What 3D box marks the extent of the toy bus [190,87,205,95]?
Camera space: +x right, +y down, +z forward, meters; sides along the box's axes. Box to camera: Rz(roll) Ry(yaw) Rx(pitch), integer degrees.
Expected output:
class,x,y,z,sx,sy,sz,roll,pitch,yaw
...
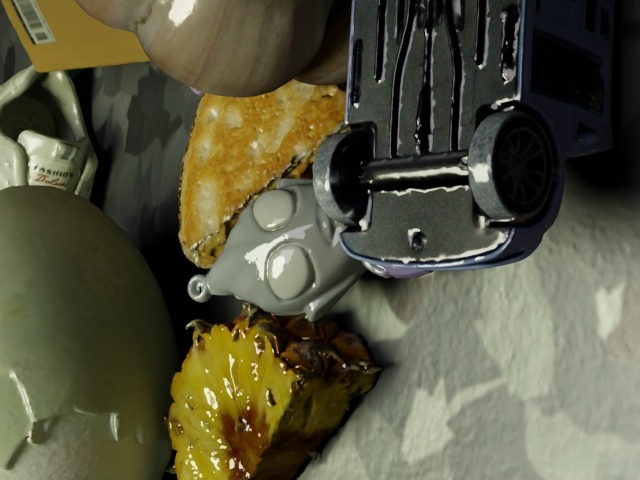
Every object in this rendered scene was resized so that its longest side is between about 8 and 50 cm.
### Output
class,x,y,z,sx,sy,sz,roll,pitch,yaw
toy bus,-0.070,-0.173,0.832,0.130,0.037,0.052,-48,56,39

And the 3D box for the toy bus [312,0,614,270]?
class,x,y,z,sx,sy,sz,roll,pitch,yaw
toy bus,0.088,-0.128,0.537,0.125,0.133,0.292,-1,84,48

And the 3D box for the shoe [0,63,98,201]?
class,x,y,z,sx,sy,sz,roll,pitch,yaw
shoe,-0.309,-0.036,1.058,0.210,0.132,0.342,-41,52,47

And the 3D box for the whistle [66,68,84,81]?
class,x,y,z,sx,sy,sz,roll,pitch,yaw
whistle,-0.267,-0.207,1.095,0.186,0.039,0.039,-29,65,49

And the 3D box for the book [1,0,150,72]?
class,x,y,z,sx,sy,sz,roll,pitch,yaw
book,-0.197,-0.276,0.840,0.389,0.032,0.269,7,123,47

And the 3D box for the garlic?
class,x,y,z,sx,sy,sz,roll,pitch,yaw
garlic,-0.049,-0.163,0.618,0.160,0.214,0.191,-52,12,-16

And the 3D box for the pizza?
class,x,y,z,sx,sy,sz,roll,pitch,yaw
pizza,-0.025,-0.072,0.745,0.199,0.062,0.188,-10,65,44

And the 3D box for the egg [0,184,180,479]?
class,x,y,z,sx,sy,sz,roll,pitch,yaw
egg,-0.256,0.134,0.855,0.278,0.278,0.336,-38,62,45

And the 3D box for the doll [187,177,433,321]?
class,x,y,z,sx,sy,sz,roll,pitch,yaw
doll,0.000,0.000,0.669,0.228,0.075,0.102,-19,70,28

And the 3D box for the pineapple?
class,x,y,z,sx,sy,sz,roll,pitch,yaw
pineapple,-0.056,0.110,0.755,0.233,0.079,0.135,-51,47,38
